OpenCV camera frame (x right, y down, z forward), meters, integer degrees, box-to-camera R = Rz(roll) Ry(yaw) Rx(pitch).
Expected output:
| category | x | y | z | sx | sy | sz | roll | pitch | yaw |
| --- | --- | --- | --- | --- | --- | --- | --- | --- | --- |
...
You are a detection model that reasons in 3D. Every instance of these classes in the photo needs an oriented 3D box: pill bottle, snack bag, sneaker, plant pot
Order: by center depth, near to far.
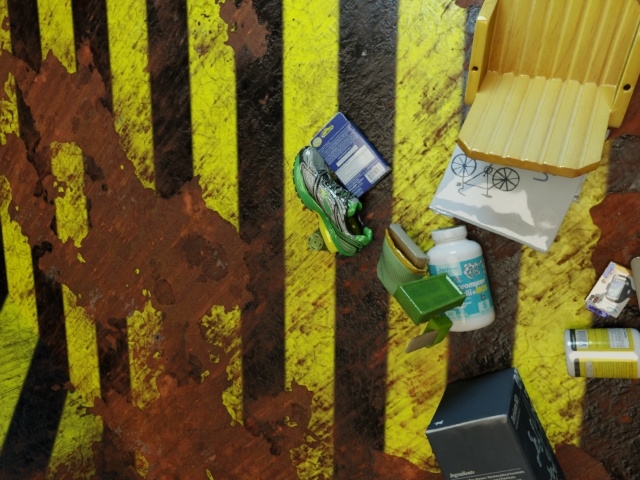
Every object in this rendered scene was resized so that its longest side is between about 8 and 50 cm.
| category | x | y | z | sx | sy | sz | roll | pitch | yaw |
| --- | --- | --- | --- | --- | --- | --- | --- | --- | --- |
| pill bottle | 0.706 | 0.271 | 1.222 | 0.209 | 0.119 | 0.119 | -5 | 97 | 26 |
| snack bag | 0.482 | -0.170 | 1.257 | 0.323 | 0.037 | 0.342 | 24 | 94 | 18 |
| pill bottle | 0.363 | 0.095 | 1.338 | 0.146 | 0.146 | 0.263 | -11 | 94 | 27 |
| sneaker | 0.045 | -0.121 | 1.450 | 0.146 | 0.134 | 0.343 | -26 | 95 | 44 |
| plant pot | 0.000 | 0.000 | 1.530 | 0.084 | 0.079 | 0.083 | 4 | 101 | 24 |

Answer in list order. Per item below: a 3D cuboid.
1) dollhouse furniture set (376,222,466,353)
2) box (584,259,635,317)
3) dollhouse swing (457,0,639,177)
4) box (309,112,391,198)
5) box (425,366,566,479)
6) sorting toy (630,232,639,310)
| category | x | y | z | sx | sy | sz | roll | pitch | yaw |
| --- | --- | --- | --- | --- | --- | --- | --- | --- | --- |
| dollhouse furniture set | 0.202 | 0.122 | 1.326 | 0.301 | 0.152 | 0.197 | 54 | 146 | 35 |
| box | 0.714 | 0.125 | 1.243 | 0.081 | 0.028 | 0.136 | 29 | 108 | 18 |
| dollhouse swing | 0.485 | -0.359 | 1.090 | 0.347 | 0.305 | 0.314 | 17 | 132 | 22 |
| box | 0.085 | -0.245 | 1.470 | 0.136 | 0.036 | 0.225 | -41 | 83 | 25 |
| box | 0.466 | 0.577 | 1.292 | 0.212 | 0.294 | 0.395 | -25 | 89 | 26 |
| sorting toy | 0.825 | 0.118 | 1.152 | 0.196 | 0.047 | 0.347 | -8 | 80 | 13 |
